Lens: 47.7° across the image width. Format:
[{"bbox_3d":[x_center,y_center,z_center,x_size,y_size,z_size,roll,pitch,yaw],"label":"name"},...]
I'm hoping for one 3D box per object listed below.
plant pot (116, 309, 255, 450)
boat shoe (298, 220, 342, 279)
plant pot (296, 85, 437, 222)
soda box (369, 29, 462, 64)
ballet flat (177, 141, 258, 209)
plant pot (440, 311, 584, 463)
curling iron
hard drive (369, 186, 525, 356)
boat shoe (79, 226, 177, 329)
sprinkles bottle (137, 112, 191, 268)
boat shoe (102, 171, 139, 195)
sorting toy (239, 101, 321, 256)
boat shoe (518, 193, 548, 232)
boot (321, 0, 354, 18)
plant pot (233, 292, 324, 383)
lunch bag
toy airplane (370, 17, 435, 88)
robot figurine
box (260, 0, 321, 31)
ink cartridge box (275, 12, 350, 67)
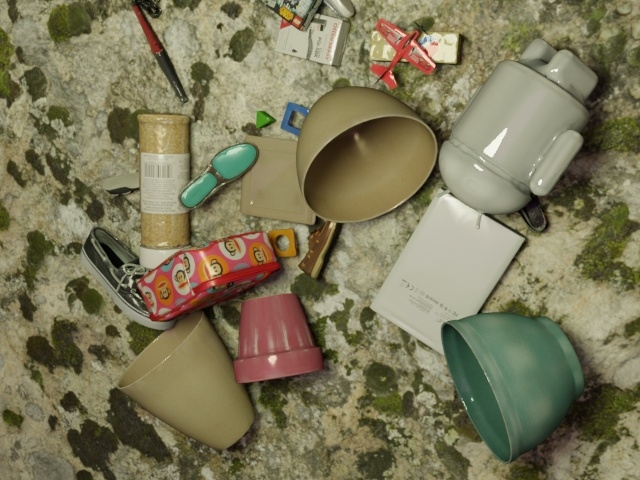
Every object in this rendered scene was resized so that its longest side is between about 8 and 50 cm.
[{"bbox_3d":[-0.287,0.351,1.696,0.256,0.256,0.274,-33,104,21],"label":"plant pot"},{"bbox_3d":[0.000,0.000,1.609,0.060,0.064,0.178,26,110,11],"label":"boat shoe"},{"bbox_3d":[0.069,-0.200,1.466,0.284,0.284,0.191,-40,50,21],"label":"plant pot"},{"bbox_3d":[0.193,-0.393,1.474,0.181,0.058,0.061,7,102,17],"label":"soda box"},{"bbox_3d":[-0.232,-0.151,1.624,0.213,0.068,0.072,-38,102,2],"label":"ballet flat"},{"bbox_3d":[0.390,0.264,1.430,0.196,0.293,0.293,-20,93,-6],"label":"plant pot"},{"bbox_3d":[-0.365,-0.447,1.668,0.068,0.035,0.274,-18,93,21],"label":"curling iron"},{"bbox_3d":[0.265,0.069,1.543,0.203,0.040,0.308,32,108,11],"label":"hard drive"},{"bbox_3d":[-0.455,0.085,1.757,0.306,0.113,0.105,45,125,16],"label":"boat shoe"},{"bbox_3d":[-0.361,-0.115,1.682,0.121,0.121,0.356,6,101,18],"label":"sprinkles bottle"},{"bbox_3d":[-0.466,-0.133,1.759,0.125,0.038,0.046,-9,55,15],"label":"boat shoe"},{"bbox_3d":[-0.087,-0.135,1.626,0.195,0.047,0.348,10,103,22],"label":"sorting toy"},{"bbox_3d":[0.418,-0.077,1.464,0.049,0.042,0.133,-30,88,24],"label":"boat shoe"},{"bbox_3d":[-0.011,-0.521,1.523,0.086,0.069,0.190,-40,78,28],"label":"boot"},{"bbox_3d":[-0.102,0.217,1.627,0.201,0.201,0.180,-12,81,21],"label":"plant pot"},{"bbox_3d":[-0.236,0.074,1.607,0.293,0.258,0.120,-28,82,43],"label":"lunch bag"},{"bbox_3d":[0.157,-0.366,1.444,0.151,0.028,0.151,4,102,20],"label":"toy airplane"},{"bbox_3d":[0.361,-0.195,1.366,0.199,0.300,0.353,25,106,-33],"label":"robot figurine"},{"bbox_3d":[-0.063,-0.508,1.496,0.137,0.027,0.094,41,113,20],"label":"box"},{"bbox_3d":[-0.017,-0.433,1.539,0.135,0.056,0.099,18,104,16],"label":"ink cartridge box"}]
